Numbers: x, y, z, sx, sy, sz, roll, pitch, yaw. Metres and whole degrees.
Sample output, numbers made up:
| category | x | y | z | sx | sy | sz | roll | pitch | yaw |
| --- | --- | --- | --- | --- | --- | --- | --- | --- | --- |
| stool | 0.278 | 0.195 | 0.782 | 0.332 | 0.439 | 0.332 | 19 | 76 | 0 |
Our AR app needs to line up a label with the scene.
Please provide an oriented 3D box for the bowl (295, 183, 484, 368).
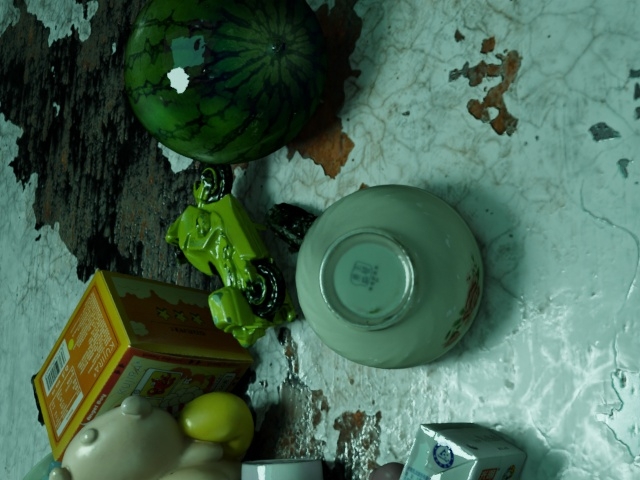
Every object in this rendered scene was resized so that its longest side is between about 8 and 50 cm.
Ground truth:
| category | x | y | z | sx | sy | sz | roll | pitch | yaw |
| --- | --- | --- | --- | --- | --- | --- | --- | --- | --- |
| bowl | 0.083 | 0.053 | 1.056 | 0.277 | 0.145 | 0.276 | 0 | 90 | 17 |

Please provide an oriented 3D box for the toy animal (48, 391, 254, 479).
| category | x | y | z | sx | sy | sz | roll | pitch | yaw |
| --- | --- | --- | --- | --- | --- | --- | --- | --- | --- |
| toy animal | -0.220 | 0.392 | 1.218 | 0.278 | 0.345 | 0.246 | -35 | 52 | 13 |

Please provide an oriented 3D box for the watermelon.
| category | x | y | z | sx | sy | sz | roll | pitch | yaw |
| --- | --- | --- | --- | --- | --- | --- | --- | --- | --- |
| watermelon | -0.160 | -0.292 | 1.283 | 0.363 | 0.363 | 0.363 | -10 | 75 | 41 |

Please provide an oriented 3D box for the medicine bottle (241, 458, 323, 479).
| category | x | y | z | sx | sy | sz | roll | pitch | yaw |
| --- | --- | --- | --- | --- | --- | --- | --- | --- | --- |
| medicine bottle | -0.057 | 0.468 | 1.162 | 0.152 | 0.152 | 0.254 | -12 | 73 | 41 |

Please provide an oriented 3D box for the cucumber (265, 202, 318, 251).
| category | x | y | z | sx | sy | sz | roll | pitch | yaw |
| --- | --- | --- | --- | --- | --- | --- | --- | --- | --- |
| cucumber | 0.000 | 0.000 | 1.254 | 0.303 | 0.081 | 0.072 | 23 | 126 | 43 |

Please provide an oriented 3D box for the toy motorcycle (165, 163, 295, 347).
| category | x | y | z | sx | sy | sz | roll | pitch | yaw |
| --- | --- | --- | --- | --- | --- | --- | --- | --- | --- |
| toy motorcycle | -0.172 | 0.027 | 1.350 | 0.342 | 0.142 | 0.206 | 61 | 138 | 29 |

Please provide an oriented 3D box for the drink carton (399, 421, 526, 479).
| category | x | y | z | sx | sy | sz | roll | pitch | yaw |
| --- | --- | --- | --- | --- | --- | --- | --- | --- | --- |
| drink carton | 0.154 | 0.400 | 0.995 | 0.107 | 0.131 | 0.314 | 23 | 96 | 42 |

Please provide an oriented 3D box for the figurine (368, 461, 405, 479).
| category | x | y | z | sx | sy | sz | roll | pitch | yaw |
| --- | --- | --- | --- | --- | --- | --- | --- | --- | --- |
| figurine | 0.105 | 0.354 | 1.091 | 0.083 | 0.071 | 0.067 | 23 | 56 | 35 |

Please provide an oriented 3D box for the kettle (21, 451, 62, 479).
| category | x | y | z | sx | sy | sz | roll | pitch | yaw |
| --- | --- | --- | --- | --- | --- | --- | --- | --- | --- |
| kettle | -0.377 | 0.532 | 1.352 | 0.247 | 0.319 | 0.342 | -33 | 58 | -17 |

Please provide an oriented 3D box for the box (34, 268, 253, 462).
| category | x | y | z | sx | sy | sz | roll | pitch | yaw |
| --- | --- | --- | --- | --- | --- | --- | --- | --- | --- |
| box | -0.322 | 0.239 | 1.368 | 0.283 | 0.260 | 0.213 | -54 | 44 | 21 |
